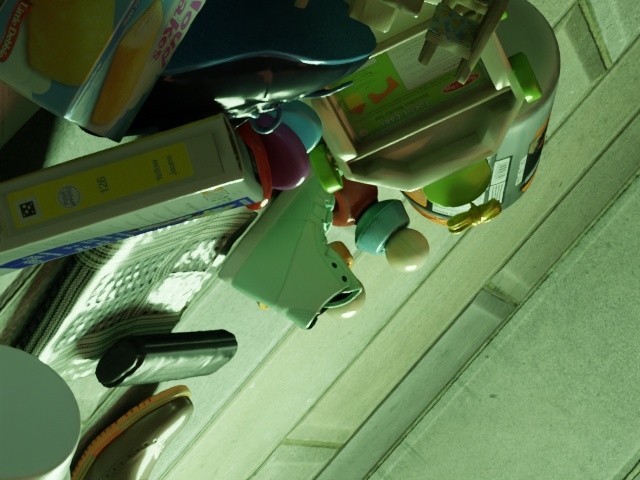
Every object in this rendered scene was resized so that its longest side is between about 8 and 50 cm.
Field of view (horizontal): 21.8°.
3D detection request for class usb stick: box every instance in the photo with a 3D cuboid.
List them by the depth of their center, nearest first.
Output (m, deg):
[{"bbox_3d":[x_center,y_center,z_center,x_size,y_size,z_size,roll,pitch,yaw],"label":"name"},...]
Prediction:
[{"bbox_3d":[-0.181,0.140,1.996,0.077,0.045,0.278,-38,166,17],"label":"usb stick"}]

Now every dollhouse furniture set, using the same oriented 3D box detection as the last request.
[{"bbox_3d":[0.092,-0.307,1.541,0.242,0.212,0.161,-69,-175,-46],"label":"dollhouse furniture set"}]

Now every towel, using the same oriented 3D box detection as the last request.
[{"bbox_3d":[-0.200,0.051,1.875,0.312,0.056,0.324,-55,163,23],"label":"towel"}]

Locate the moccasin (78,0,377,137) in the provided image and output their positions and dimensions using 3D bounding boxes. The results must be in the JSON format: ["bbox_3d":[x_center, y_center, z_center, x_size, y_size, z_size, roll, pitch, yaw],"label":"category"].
[{"bbox_3d":[-0.096,-0.170,1.556,0.342,0.138,0.117,-9,145,-43],"label":"moccasin"}]

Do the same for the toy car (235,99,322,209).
[{"bbox_3d":[-0.074,-0.098,1.687,0.182,0.136,0.159,-36,152,-33],"label":"toy car"}]

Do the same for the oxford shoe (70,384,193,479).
[{"bbox_3d":[-0.274,0.351,2.230,0.364,0.133,0.130,-50,163,7],"label":"oxford shoe"}]

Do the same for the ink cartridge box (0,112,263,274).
[{"bbox_3d":[-0.208,-0.027,1.447,0.307,0.072,0.303,-15,179,0],"label":"ink cartridge box"}]

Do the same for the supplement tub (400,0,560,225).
[{"bbox_3d":[0.184,-0.156,2.096,0.207,0.207,0.338,-43,164,-15],"label":"supplement tub"}]

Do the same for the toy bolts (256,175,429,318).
[{"bbox_3d":[0.031,0.033,2.224,0.228,0.158,0.218,-39,161,-26],"label":"toy bolts"}]

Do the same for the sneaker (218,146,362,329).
[{"bbox_3d":[0.000,0.001,2.030,0.256,0.151,0.094,-53,180,-34],"label":"sneaker"}]

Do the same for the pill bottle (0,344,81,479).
[{"bbox_3d":[-0.376,0.283,1.706,0.204,0.204,0.361,-30,155,-46],"label":"pill bottle"}]

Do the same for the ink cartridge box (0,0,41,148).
[{"bbox_3d":[-0.263,-0.157,1.248,0.239,0.060,0.275,-54,169,-33],"label":"ink cartridge box"}]

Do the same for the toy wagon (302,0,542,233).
[{"bbox_3d":[0.106,-0.146,1.840,0.267,0.068,0.344,-24,131,9],"label":"toy wagon"}]

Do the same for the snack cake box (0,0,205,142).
[{"bbox_3d":[-0.140,-0.214,1.261,0.264,0.089,0.152,-59,169,2],"label":"snack cake box"}]
